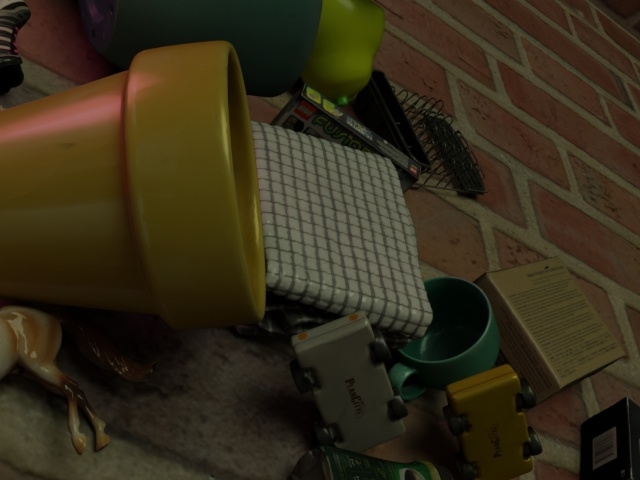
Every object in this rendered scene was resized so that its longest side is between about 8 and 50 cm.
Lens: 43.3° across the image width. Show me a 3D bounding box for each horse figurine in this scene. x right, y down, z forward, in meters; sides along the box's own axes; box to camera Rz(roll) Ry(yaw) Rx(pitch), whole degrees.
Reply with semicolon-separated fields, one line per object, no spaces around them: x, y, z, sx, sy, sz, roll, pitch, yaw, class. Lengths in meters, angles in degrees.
-0.268;0.116;0.665;0.263;0.066;0.174;-17;75;-48;horse figurine

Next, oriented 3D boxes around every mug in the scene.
0.149;0.130;1.027;0.097;0.158;0.129;61;9;-46;mug

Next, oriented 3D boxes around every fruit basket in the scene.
0.017;-0.414;1.276;0.392;0.392;0.283;40;37;-9;fruit basket

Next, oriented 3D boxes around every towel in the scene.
0.000;0.000;0.981;0.235;0.121;0.283;15;44;-28;towel

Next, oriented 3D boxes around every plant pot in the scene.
-0.181;-0.038;0.722;0.239;0.254;0.254;-7;51;0;plant pot
-0.170;-0.328;1.014;0.235;0.293;0.293;-6;59;-30;plant pot

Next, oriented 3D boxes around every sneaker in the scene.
-0.355;-0.203;0.886;0.075;0.063;0.170;34;43;-16;sneaker

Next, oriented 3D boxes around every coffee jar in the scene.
0.063;0.272;0.832;0.184;0.079;0.096;18;41;-32;coffee jar

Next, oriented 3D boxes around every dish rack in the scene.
0.189;-0.174;1.387;0.272;0.074;0.208;5;53;-42;dish rack

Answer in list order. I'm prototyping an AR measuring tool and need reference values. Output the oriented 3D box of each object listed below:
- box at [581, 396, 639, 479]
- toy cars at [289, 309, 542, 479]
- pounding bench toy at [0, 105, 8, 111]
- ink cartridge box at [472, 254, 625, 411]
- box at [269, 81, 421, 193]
0.460;0.340;1.149;0.158;0.093;0.156;39;36;-9;box
0.110;0.173;0.907;0.394;0.176;0.087;22;26;-29;toy cars
-0.329;-0.094;0.814;0.065;0.052;0.083;12;48;-38;pounding bench toy
0.334;0.134;1.225;0.235;0.088;0.193;-8;60;-47;ink cartridge box
0.027;-0.118;1.138;0.207;0.114;0.036;34;38;-17;box
